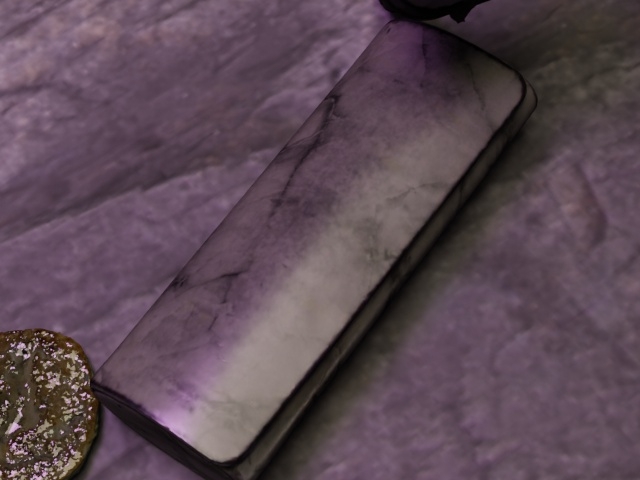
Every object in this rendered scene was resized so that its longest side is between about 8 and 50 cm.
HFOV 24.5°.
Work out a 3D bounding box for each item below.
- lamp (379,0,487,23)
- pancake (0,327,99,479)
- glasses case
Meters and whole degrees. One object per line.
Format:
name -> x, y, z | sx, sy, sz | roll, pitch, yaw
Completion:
lamp -> 0.096, -0.223, 0.921 | 0.203, 0.124, 0.283 | -21, 19, -4
pancake -> -0.173, 0.097, 0.845 | 0.108, 0.017, 0.108 | -1, 60, 2
glasses case -> 0.000, 0.000, 0.856 | 0.114, 0.060, 0.299 | 28, 67, 24
